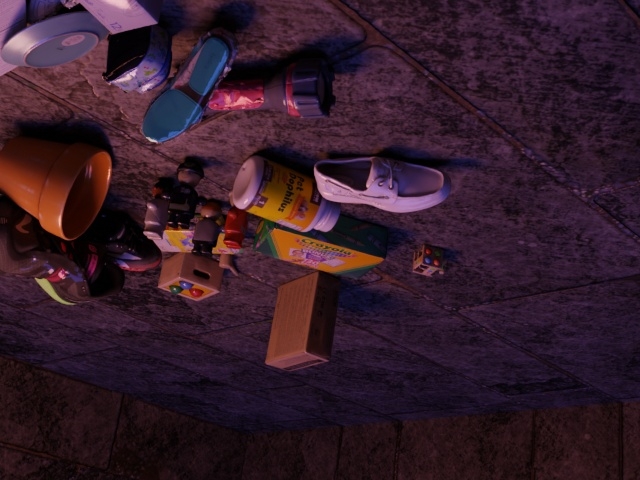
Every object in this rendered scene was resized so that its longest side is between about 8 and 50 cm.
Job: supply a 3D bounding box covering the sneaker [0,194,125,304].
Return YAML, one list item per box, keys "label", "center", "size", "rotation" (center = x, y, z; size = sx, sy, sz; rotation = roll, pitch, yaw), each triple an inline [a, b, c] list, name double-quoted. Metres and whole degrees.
- label: "sneaker"
  center: [-0.600, 0.021, 2.050]
  size: [0.202, 0.185, 0.483]
  rotation: [-2, 164, 16]

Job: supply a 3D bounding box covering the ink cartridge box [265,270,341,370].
- label: "ink cartridge box"
  center: [-0.046, 0.221, 2.435]
  size: [0.088, 0.235, 0.193]
  rotation: [23, 153, -29]

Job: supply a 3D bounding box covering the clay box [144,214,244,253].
- label: "clay box"
  center: [-0.303, -0.016, 2.213]
  size: [0.221, 0.053, 0.127]
  rotation: [1, 155, 12]

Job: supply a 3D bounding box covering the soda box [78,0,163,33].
- label: "soda box"
  center: [-0.336, -0.418, 1.268]
  size: [0.091, 0.098, 0.286]
  rotation: [-5, 152, 27]

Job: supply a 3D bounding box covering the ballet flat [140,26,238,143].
- label: "ballet flat"
  center: [-0.210, -0.257, 1.507]
  size: [0.091, 0.077, 0.241]
  rotation: [41, 117, -11]

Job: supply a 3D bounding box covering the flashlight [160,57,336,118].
- label: "flashlight"
  center: [-0.130, -0.257, 1.564]
  size: [0.303, 0.103, 0.103]
  rotation: [0, 131, 19]

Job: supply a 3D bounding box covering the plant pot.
- label: "plant pot"
  center: [-0.573, -0.130, 1.899]
  size: [0.187, 0.205, 0.205]
  rotation: [23, 157, 7]

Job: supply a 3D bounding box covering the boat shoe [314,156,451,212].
- label: "boat shoe"
  center: [0.118, -0.120, 1.789]
  size: [0.276, 0.098, 0.096]
  rotation: [2, 156, 17]

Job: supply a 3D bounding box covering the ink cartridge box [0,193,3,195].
- label: "ink cartridge box"
  center: [-0.878, -0.062, 2.265]
  size: [0.134, 0.078, 0.231]
  rotation: [24, 151, -31]

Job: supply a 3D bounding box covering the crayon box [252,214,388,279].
- label: "crayon box"
  center: [0.000, 0.000, 2.115]
  size: [0.278, 0.081, 0.165]
  rotation: [16, 155, -16]

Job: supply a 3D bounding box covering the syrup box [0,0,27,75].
- label: "syrup box"
  center: [-0.529, -0.358, 1.425]
  size: [0.093, 0.096, 0.237]
  rotation: [50, 155, 6]

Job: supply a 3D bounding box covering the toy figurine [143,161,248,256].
- label: "toy figurine"
  center: [-0.271, -0.067, 1.992]
  size: [0.213, 0.148, 0.209]
  rotation: [20, 160, -30]

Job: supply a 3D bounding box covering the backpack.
- label: "backpack"
  center: [-0.295, -0.306, 1.501]
  size: [0.114, 0.105, 0.084]
  rotation: [-17, 151, 39]

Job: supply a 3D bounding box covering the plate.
- label: "plate"
  center: [-0.428, -0.321, 1.479]
  size: [0.188, 0.024, 0.188]
  rotation: [-21, 176, -2]

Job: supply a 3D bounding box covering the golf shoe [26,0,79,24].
- label: "golf shoe"
  center: [-0.424, -0.398, 1.411]
  size: [0.176, 0.069, 0.086]
  rotation: [-12, 123, 41]

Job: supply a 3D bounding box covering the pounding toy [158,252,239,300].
- label: "pounding toy"
  center: [-0.306, 0.100, 2.424]
  size: [0.181, 0.094, 0.206]
  rotation: [23, 153, -30]

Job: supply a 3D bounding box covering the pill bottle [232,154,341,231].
- label: "pill bottle"
  center: [-0.068, -0.090, 1.891]
  size: [0.214, 0.117, 0.117]
  rotation: [20, 154, -26]

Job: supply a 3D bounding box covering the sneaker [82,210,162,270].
- label: "sneaker"
  center: [-0.501, 0.001, 2.258]
  size: [0.276, 0.098, 0.135]
  rotation: [28, 152, -35]

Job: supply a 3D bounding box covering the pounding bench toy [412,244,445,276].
- label: "pounding bench toy"
  center: [0.275, 0.051, 2.178]
  size: [0.083, 0.052, 0.065]
  rotation: [15, 155, -15]
